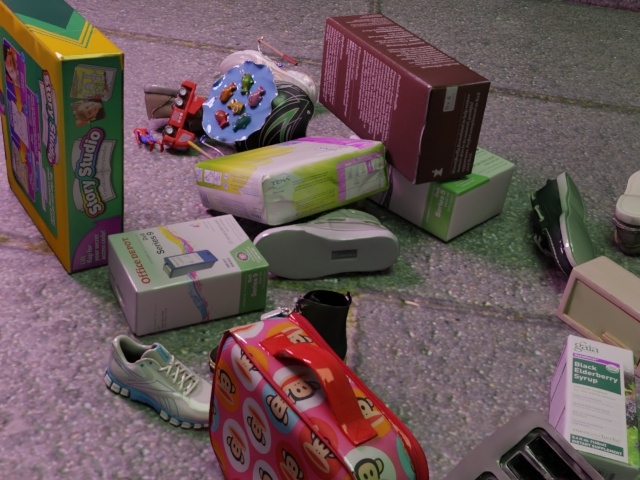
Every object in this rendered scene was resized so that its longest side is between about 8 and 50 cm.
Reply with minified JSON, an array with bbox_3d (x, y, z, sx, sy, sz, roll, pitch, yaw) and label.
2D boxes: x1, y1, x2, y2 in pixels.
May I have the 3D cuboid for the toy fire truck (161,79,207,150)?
[{"bbox_3d":[-0.242,-0.268,1.681,0.135,0.192,0.047,19,-10,-16],"label":"toy fire truck"}]

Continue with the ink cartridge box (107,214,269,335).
[{"bbox_3d":[-0.207,0.050,1.250,0.212,0.093,0.154,-12,39,-25],"label":"ink cartridge box"}]

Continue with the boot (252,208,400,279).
[{"bbox_3d":[0.000,0.000,1.393,0.258,0.095,0.123,2,23,-18],"label":"boot"}]

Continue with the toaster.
[{"bbox_3d":[0.237,0.299,0.900,0.168,0.110,0.186,-40,45,-1],"label":"toaster"}]

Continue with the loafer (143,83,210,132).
[{"bbox_3d":[-0.265,-0.276,1.755,0.251,0.087,0.094,10,5,-17],"label":"loafer"}]

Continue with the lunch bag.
[{"bbox_3d":[-0.015,0.219,0.883,0.120,0.258,0.293,-15,40,-31],"label":"lunch bag"}]

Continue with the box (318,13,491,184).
[{"bbox_3d":[0.145,-0.283,1.535,0.143,0.191,0.381,-11,37,-24],"label":"box"}]

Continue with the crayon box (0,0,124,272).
[{"bbox_3d":[-0.424,-0.185,1.307,0.106,0.363,0.313,-16,41,-33],"label":"crayon box"}]

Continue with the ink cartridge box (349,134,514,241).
[{"bbox_3d":[0.209,-0.132,1.598,0.273,0.115,0.198,32,40,32],"label":"ink cartridge box"}]

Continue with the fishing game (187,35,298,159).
[{"bbox_3d":[-0.168,-0.280,1.593,0.189,0.264,0.041,42,6,39],"label":"fishing game"}]

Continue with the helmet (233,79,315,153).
[{"bbox_3d":[-0.099,-0.248,1.662,0.169,0.161,0.169,6,33,-4],"label":"helmet"}]

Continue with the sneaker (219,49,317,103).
[{"bbox_3d":[-0.143,-0.372,1.906,0.262,0.099,0.121,22,40,22],"label":"sneaker"}]

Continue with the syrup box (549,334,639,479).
[{"bbox_3d":[0.366,0.240,1.089,0.093,0.096,0.237,15,35,10],"label":"syrup box"}]

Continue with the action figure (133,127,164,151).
[{"bbox_3d":[-0.361,-0.210,1.667,0.038,0.030,0.115,-7,31,-32],"label":"action figure"}]

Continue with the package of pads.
[{"bbox_3d":[-0.046,-0.116,1.475,0.296,0.101,0.229,-19,22,-36],"label":"package of pads"}]

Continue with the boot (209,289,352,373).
[{"bbox_3d":[-0.055,0.125,1.129,0.198,0.137,0.077,-2,34,-14],"label":"boot"}]

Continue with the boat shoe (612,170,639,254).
[{"bbox_3d":[0.666,-0.068,1.630,0.109,0.091,0.305,15,31,32],"label":"boat shoe"}]

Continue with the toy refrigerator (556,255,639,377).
[{"bbox_3d":[0.508,0.144,1.261,0.094,0.102,0.269,-17,41,-33],"label":"toy refrigerator"}]

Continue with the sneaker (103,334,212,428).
[{"bbox_3d":[-0.203,0.181,1.062,0.190,0.083,0.071,19,33,13],"label":"sneaker"}]

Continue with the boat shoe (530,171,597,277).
[{"bbox_3d":[0.446,-0.017,1.506,0.114,0.091,0.302,51,29,-16],"label":"boat shoe"}]
